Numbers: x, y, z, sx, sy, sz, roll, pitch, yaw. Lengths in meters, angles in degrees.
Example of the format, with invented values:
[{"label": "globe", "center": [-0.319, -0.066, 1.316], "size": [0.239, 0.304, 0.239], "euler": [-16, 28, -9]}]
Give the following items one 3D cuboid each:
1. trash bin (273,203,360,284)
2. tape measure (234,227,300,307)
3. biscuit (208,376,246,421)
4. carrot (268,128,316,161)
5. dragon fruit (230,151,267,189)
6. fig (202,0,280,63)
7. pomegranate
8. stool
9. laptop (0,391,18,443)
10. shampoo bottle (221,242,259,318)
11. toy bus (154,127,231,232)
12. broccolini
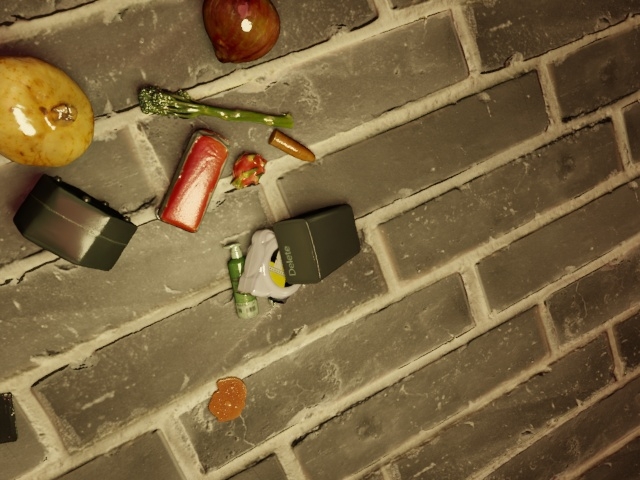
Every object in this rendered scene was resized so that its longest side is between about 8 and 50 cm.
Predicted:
[{"label": "trash bin", "center": [0.000, 0.000, 1.208], "size": [0.225, 0.114, 0.166], "euler": [-26, 106, -52]}, {"label": "tape measure", "center": [-0.128, 0.074, 1.217], "size": [0.178, 0.105, 0.196], "euler": [31, 66, -39]}, {"label": "biscuit", "center": [-0.259, 0.446, 1.277], "size": [0.102, 0.019, 0.131], "euler": [13, 92, -19]}, {"label": "carrot", "center": [-0.072, -0.251, 1.238], "size": [0.139, 0.048, 0.048], "euler": [26, 89, -20]}, {"label": "dragon fruit", "center": [-0.191, -0.179, 1.187], "size": [0.081, 0.086, 0.116], "euler": [38, 74, -13]}, {"label": "fig", "center": [-0.198, -0.520, 1.101], "size": [0.205, 0.205, 0.205], "euler": [-2, 97, -17]}, {"label": "pomegranate", "center": [-0.611, -0.271, 0.966], "size": [0.248, 0.248, 0.249], "euler": [-2, 97, -17]}, {"label": "stool", "center": [-0.549, -0.039, 1.026], "size": [0.232, 0.232, 0.141], "euler": [32, 85, -19]}, {"label": "laptop", "center": [-0.839, 0.441, 1.095], "size": [0.180, 0.016, 0.129], "euler": [-5, 97, -16]}, {"label": "shampoo bottle", "center": [-0.216, 0.106, 1.228], "size": [0.065, 0.065, 0.205], "euler": [-12, 100, -16]}, {"label": "toy bus", "center": [-0.310, -0.151, 1.135], "size": [0.121, 0.120, 0.265], "euler": [23, 90, -20]}, {"label": "broccolini", "center": [-0.261, -0.341, 1.171], "size": [0.391, 0.078, 0.074], "euler": [1, 86, -25]}]
